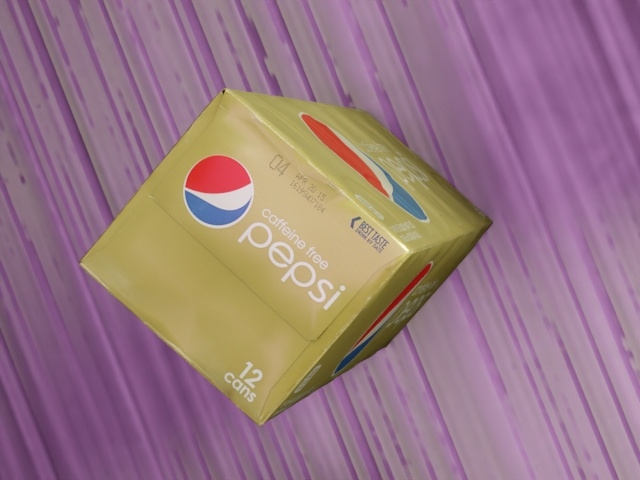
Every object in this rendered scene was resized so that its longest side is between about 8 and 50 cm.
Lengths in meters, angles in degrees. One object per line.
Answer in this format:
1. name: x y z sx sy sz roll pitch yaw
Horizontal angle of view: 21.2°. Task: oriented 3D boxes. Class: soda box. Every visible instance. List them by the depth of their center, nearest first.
1. soda box: 0.000 0.000 0.486 0.061 0.181 0.058 41 100 7
